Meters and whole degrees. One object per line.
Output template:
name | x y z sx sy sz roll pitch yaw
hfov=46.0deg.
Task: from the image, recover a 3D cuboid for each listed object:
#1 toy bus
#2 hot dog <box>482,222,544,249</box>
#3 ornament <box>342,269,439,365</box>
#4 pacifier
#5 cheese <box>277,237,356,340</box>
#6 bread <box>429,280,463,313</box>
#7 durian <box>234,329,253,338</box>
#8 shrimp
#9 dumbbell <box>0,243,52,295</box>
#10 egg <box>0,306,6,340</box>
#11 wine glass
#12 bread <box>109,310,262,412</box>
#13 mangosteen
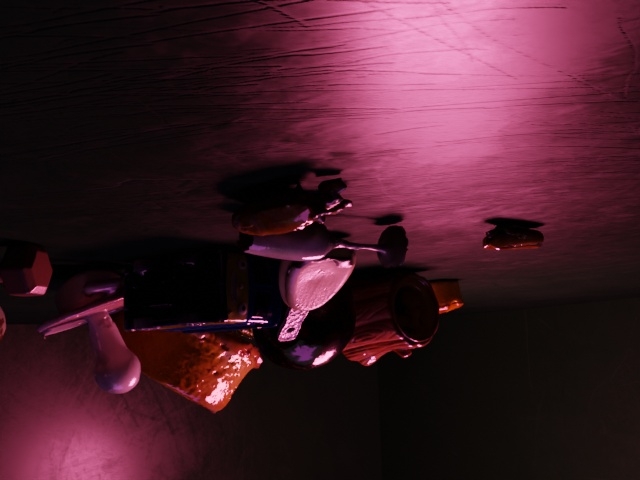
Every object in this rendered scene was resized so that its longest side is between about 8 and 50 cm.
toy bus | -0.226 0.099 1.407 0.287 0.138 0.175 -9 168 40
hot dog | 0.304 -0.007 1.190 0.133 0.041 0.056 -2 -179 -39
ornament | 0.151 0.183 1.802 0.235 0.221 0.217 -5 171 -41
pacifier | -0.460 0.168 1.575 0.220 0.273 0.332 17 166 -13
cheese | -0.028 0.095 1.300 0.127 0.054 0.252 2 136 -23
bread | 0.316 0.165 2.102 0.102 0.095 0.245 -5 172 -16
durian | -0.199 0.160 2.006 0.169 0.158 0.352 32 -178 20
shrimp | -0.027 -0.041 0.894 0.132 0.052 0.187 -19 -172 -36
dumbbell | -0.554 0.053 1.219 0.230 0.092 0.082 -4 142 10
egg | -0.856 0.191 1.758 0.231 0.169 0.169 12 166 -22
wine glass | 0.000 0.000 1.072 0.262 0.074 0.074 5 169 -32
bread | -0.341 0.263 1.859 0.398 0.215 0.398 28 165 8
mangosteen | -0.052 0.136 1.532 0.265 0.228 0.228 46 147 -23
